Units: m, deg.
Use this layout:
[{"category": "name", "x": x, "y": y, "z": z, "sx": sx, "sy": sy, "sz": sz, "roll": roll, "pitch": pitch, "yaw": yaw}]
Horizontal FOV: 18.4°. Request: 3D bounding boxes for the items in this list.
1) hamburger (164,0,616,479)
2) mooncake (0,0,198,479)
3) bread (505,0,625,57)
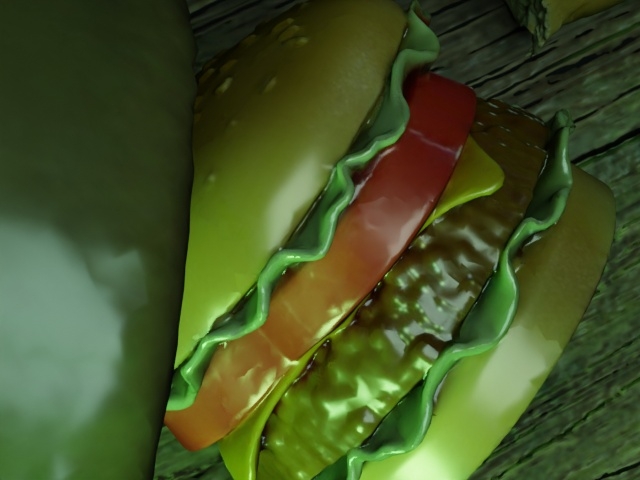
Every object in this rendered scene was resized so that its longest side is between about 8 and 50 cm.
[{"category": "hamburger", "x": 0.000, "y": 0.000, "z": 1.022, "sx": 0.212, "sy": 0.274, "sz": 0.274, "roll": 38, "pitch": 77, "yaw": -12}, {"category": "mooncake", "x": -0.210, "y": 0.018, "z": 0.898, "sx": 0.246, "sy": 0.394, "sz": 0.393, "roll": 16, "pitch": 50, "yaw": -15}, {"category": "bread", "x": 0.177, "y": -0.198, "z": 1.161, "sx": 0.173, "sy": 0.085, "sz": 0.134, "roll": -27, "pitch": 133, "yaw": -13}]
